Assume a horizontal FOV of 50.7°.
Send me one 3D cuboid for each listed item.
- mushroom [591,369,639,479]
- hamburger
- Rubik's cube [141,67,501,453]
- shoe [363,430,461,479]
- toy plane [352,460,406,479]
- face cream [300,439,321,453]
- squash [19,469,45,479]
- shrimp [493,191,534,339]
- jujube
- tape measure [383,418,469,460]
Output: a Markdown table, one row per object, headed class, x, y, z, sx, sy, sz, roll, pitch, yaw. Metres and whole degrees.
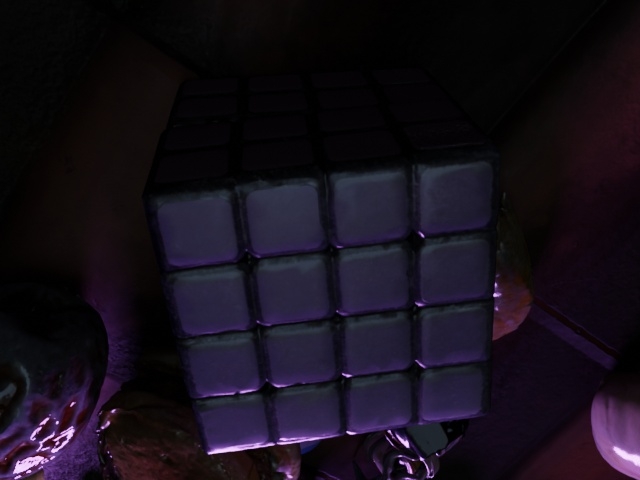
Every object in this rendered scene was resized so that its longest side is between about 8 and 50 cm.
| class | x | y | z | sx | sy | sz | roll | pitch | yaw |
| --- | --- | --- | --- | --- | --- | --- | --- | --- | --- |
| mushroom | 0.573 | 0.286 | 1.116 | 0.254 | 0.260 | 0.234 | 30 | 75 | -11 |
| hamburger | -0.176 | 0.327 | 1.007 | 0.276 | 0.195 | 0.318 | 12 | 119 | 16 |
| Rubik's cube | 0.000 | 0.000 | 0.816 | 0.343 | 0.337 | 0.345 | -6 | 118 | -3 |
| shoe | 0.165 | 0.361 | 1.171 | 0.180 | 0.092 | 0.089 | -22 | 118 | 6 |
| toy plane | 0.029 | 0.473 | 1.205 | 0.326 | 0.223 | 0.104 | -35 | 76 | -12 |
| face cream | -0.061 | 0.241 | 1.086 | 0.149 | 0.083 | 0.264 | -5 | 120 | 12 |
| squash | -0.506 | 0.437 | 1.157 | 0.094 | 0.094 | 0.224 | 10 | 109 | -11 |
| shrimp | 0.226 | 0.035 | 1.011 | 0.168 | 0.077 | 0.317 | -18 | 122 | 7 |
| jujube | -0.443 | 0.211 | 0.953 | 0.246 | 0.215 | 0.308 | 20 | 116 | -15 |
| tape measure | 0.138 | 0.207 | 1.013 | 0.135 | 0.223 | 0.202 | -33 | 98 | 10 |
